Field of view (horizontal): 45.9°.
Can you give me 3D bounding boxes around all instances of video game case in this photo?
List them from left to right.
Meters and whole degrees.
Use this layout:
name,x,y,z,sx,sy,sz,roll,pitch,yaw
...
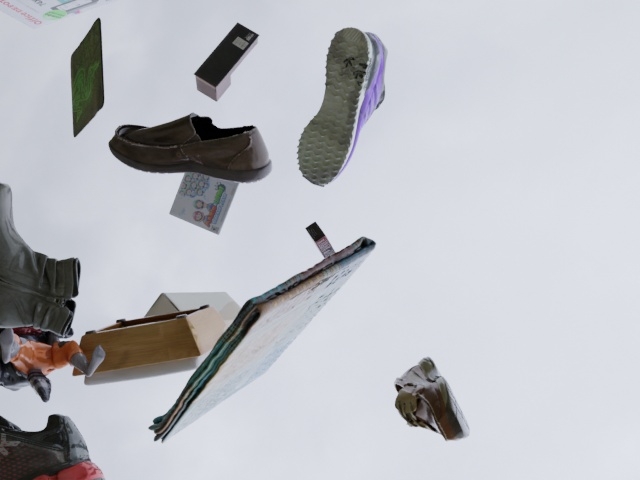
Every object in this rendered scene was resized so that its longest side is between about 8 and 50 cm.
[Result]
name,x,y,z,sx,sy,sz,roll,pitch,yaw
video game case,-0.298,-0.112,1.949,0.019,0.143,0.157,-64,177,-80

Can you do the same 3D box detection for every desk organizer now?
name,x,y,z,sx,sy,sz,roll,pitch,yaw
desk organizer,-0.160,-0.306,1.296,0.130,0.047,0.050,-56,172,-21

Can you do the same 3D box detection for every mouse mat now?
name,x,y,z,sx,sy,sz,roll,pitch,yaw
mouse mat,-0.393,-0.268,1.264,0.190,0.007,0.152,-18,-106,57

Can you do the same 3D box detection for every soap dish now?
name,x,y,z,sx,sy,sz,roll,pitch,yaw
soap dish,-0.365,0.226,1.660,0.291,0.229,0.118,-11,-88,11

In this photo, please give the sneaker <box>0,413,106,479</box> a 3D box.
name,x,y,z,sx,sy,sz,roll,pitch,yaw
sneaker,-0.397,0.281,0.872,0.097,0.276,0.135,102,-32,-65

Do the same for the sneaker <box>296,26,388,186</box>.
name,x,y,z,sx,sy,sz,roll,pitch,yaw
sneaker,0.057,-0.237,1.379,0.102,0.146,0.293,29,-66,22

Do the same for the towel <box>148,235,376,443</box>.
name,x,y,z,sx,sy,sz,roll,pitch,yaw
towel,-0.090,0.146,1.123,0.040,0.271,0.370,48,-49,12

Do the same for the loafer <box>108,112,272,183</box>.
name,x,y,z,sx,sy,sz,roll,pitch,yaw
loafer,-0.277,-0.218,1.615,0.134,0.366,0.130,-66,161,-60

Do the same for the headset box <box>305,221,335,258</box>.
name,x,y,z,sx,sy,sz,roll,pitch,yaw
headset box,0.000,0.000,1.771,0.032,0.083,0.062,-34,-136,-2

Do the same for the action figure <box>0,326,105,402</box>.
name,x,y,z,sx,sy,sz,roll,pitch,yaw
action figure,-0.649,0.248,1.549,0.330,0.341,0.178,-17,-106,51

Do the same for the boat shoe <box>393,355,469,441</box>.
name,x,y,z,sx,sy,sz,roll,pitch,yaw
boat shoe,0.221,0.345,1.574,0.120,0.122,0.324,-26,-175,1

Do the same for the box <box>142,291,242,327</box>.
name,x,y,z,sx,sy,sz,roll,pitch,yaw
box,-0.346,0.230,2.076,0.121,0.311,0.148,43,-74,21

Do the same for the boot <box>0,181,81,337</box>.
name,x,y,z,sx,sy,sz,roll,pitch,yaw
boot,-0.465,0.030,1.223,0.083,0.161,0.246,-128,-139,-85

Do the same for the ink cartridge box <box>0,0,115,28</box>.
name,x,y,z,sx,sy,sz,roll,pitch,yaw
ink cartridge box,-0.544,-0.591,1.547,0.270,0.198,0.197,-16,-94,10
